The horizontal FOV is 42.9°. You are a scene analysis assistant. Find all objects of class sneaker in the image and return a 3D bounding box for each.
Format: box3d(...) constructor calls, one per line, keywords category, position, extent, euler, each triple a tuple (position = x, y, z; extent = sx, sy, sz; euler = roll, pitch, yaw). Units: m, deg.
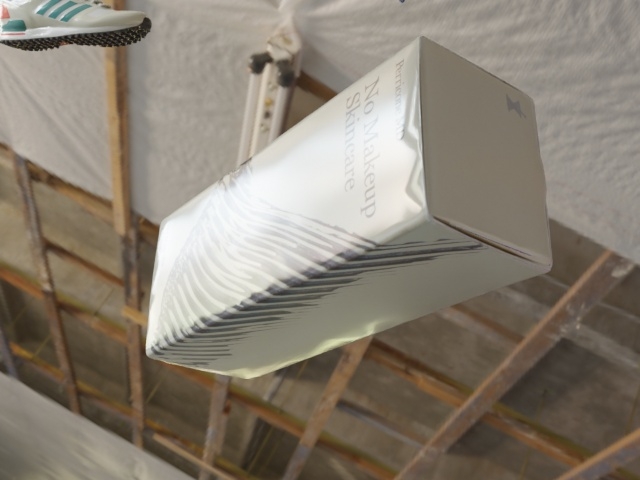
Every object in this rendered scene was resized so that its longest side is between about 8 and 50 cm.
box3d(category="sneaker", position=(-0.251, -0.236, 0.822), extent=(0.161, 0.076, 0.057), euler=(-2, 2, 10))

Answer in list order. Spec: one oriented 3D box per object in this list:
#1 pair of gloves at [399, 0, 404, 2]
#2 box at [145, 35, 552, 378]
box3d(category="pair of gloves", position=(0.067, -0.423, 1.173), extent=(0.198, 0.023, 0.159), euler=(20, -31, 0))
box3d(category="box", position=(0.000, 0.000, 0.500), extent=(0.094, 0.113, 0.275), euler=(19, -32, -33))
